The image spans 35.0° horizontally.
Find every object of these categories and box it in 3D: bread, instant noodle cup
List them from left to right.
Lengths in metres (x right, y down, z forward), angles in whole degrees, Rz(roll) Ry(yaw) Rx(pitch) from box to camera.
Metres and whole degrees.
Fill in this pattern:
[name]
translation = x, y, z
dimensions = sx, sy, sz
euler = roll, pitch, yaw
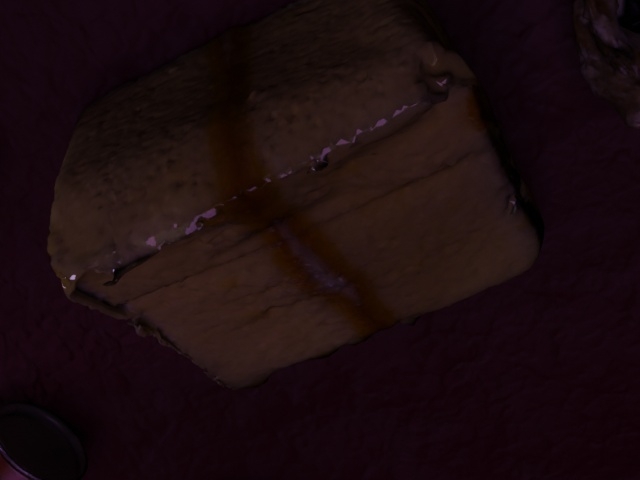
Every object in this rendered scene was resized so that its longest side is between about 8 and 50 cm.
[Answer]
[instant noodle cup]
translation = -0.258, 0.203, 0.799
dimensions = 0.127, 0.127, 0.136
euler = 37, 106, -15
[bread]
translation = 0.000, 0.000, 0.634
dimensions = 0.263, 0.198, 0.236
euler = -24, 120, 14

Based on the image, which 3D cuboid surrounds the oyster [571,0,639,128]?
[oyster]
translation = 0.224, -0.213, 0.566
dimensions = 0.166, 0.094, 0.294
euler = 27, 108, -31
